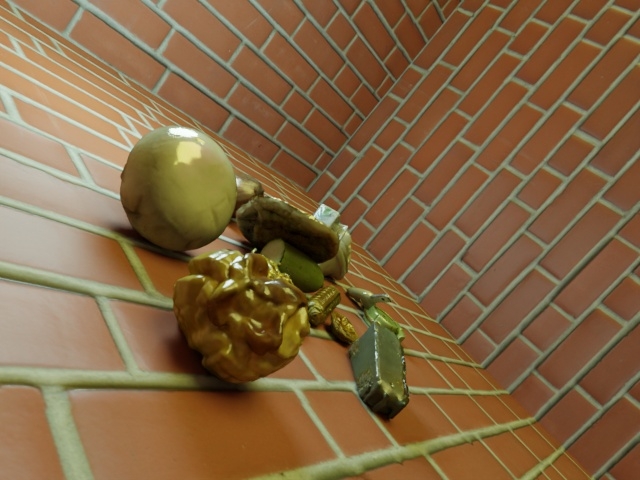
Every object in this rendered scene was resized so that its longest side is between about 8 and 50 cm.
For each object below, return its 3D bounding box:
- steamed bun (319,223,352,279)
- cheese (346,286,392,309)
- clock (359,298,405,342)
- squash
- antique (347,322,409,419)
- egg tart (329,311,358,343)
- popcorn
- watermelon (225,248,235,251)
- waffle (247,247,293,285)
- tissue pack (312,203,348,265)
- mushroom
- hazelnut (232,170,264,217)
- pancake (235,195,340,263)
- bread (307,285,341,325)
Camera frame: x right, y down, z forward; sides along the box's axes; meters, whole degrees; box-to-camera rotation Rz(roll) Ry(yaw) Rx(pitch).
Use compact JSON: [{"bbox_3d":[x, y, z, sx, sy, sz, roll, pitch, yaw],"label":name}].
[{"bbox_3d":[0.012,0.007,2.173,0.324,0.219,0.310,30,12,-49],"label":"steamed bun"},{"bbox_3d":[0.220,0.253,2.090,0.127,0.050,0.235,51,-32,-17],"label":"cheese"},{"bbox_3d":[0.250,0.341,2.022,0.232,0.069,0.170,38,10,-10],"label":"clock"},{"bbox_3d":[-0.086,0.104,1.640,0.247,0.132,0.132,36,10,-36],"label":"squash"},{"bbox_3d":[0.171,0.387,1.384,0.125,0.150,0.284,33,19,-14],"label":"antique"},{"bbox_3d":[0.073,0.297,1.582,0.130,0.052,0.130,43,13,-12],"label":"egg tart"},{"bbox_3d":[-0.172,0.139,0.939,0.265,0.225,0.332,49,-16,-22],"label":"popcorn"},{"bbox_3d":[-0.238,0.087,1.221,0.105,0.105,0.133,26,39,-55],"label":"watermelon"},{"bbox_3d":[-0.137,0.149,1.393,0.262,0.060,0.280,47,16,-8],"label":"waffle"},{"bbox_3d":[0.000,0.000,1.931,0.145,0.229,0.159,31,-27,14],"label":"tissue pack"},{"bbox_3d":[-0.350,-0.139,1.239,0.315,0.315,0.356,38,12,-12],"label":"mushroom"},{"bbox_3d":[-0.327,-0.184,1.821,0.186,0.210,0.210,44,9,-2],"label":"hazelnut"},{"bbox_3d":[-0.116,-0.020,1.654,0.386,0.082,0.387,13,-30,8],"label":"pancake"},{"bbox_3d":[0.011,0.217,1.643,0.077,0.084,0.367,1,4,13],"label":"bread"}]
